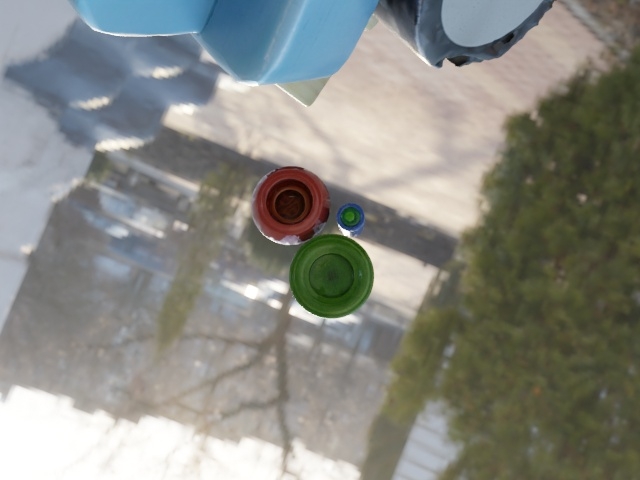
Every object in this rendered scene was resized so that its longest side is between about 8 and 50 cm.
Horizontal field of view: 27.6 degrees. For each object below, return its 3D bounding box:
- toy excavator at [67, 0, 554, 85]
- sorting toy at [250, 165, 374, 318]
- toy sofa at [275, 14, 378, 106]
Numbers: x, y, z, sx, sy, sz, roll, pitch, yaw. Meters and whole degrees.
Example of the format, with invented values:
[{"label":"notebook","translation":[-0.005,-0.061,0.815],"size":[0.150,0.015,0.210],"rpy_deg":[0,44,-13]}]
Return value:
[{"label":"toy excavator","translation":[-0.102,-0.162,0.527],"size":[0.445,0.433,0.222],"rpy_deg":[-10,-131,-42]},{"label":"sorting toy","translation":[0.000,0.000,0.800],"size":[0.102,0.061,0.042],"rpy_deg":[62,179,10]},{"label":"toy sofa","translation":[-0.106,-0.294,1.247],"size":[0.362,0.177,0.150],"rpy_deg":[37,-176,38]}]
